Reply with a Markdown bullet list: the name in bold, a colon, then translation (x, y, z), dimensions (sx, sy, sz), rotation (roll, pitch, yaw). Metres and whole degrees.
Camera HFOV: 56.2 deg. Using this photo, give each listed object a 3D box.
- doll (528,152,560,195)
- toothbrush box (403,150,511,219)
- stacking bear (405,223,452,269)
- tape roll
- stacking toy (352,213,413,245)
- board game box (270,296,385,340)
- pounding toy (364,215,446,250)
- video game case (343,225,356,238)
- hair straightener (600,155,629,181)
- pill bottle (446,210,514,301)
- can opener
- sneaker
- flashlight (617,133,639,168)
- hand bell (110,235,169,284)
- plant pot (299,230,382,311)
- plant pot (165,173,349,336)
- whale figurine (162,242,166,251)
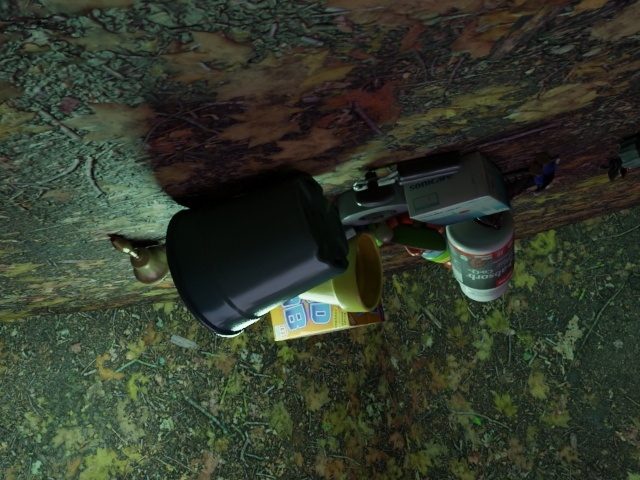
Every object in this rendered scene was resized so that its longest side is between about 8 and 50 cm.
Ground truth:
- **doll**: translation (0.648, -0.191, 1.726), dimensions (0.046, 0.129, 0.189), rotation (34, -178, 29)
- **toothbrush box**: translation (0.382, -0.133, 1.659), dimensions (0.216, 0.126, 0.296), rotation (-16, 168, 26)
- **stacking bear**: translation (0.442, 0.016, 2.182), dimensions (0.289, 0.164, 0.175), rotation (33, 104, -38)
- **tape roll**: translation (0.158, -0.105, 1.726), dimensions (0.219, 0.072, 0.219), rotation (-11, 170, -2)
- **stacking toy**: translation (0.191, -0.038, 2.042), dimensions (0.331, 0.141, 0.141), rotation (-21, 168, 14)
- **board game box**: translation (0.017, 0.212, 2.561), dimensions (0.357, 0.356, 0.356), rotation (-16, 169, 28)
- **pounding toy**: translation (0.269, -0.044, 1.789), dimensions (0.237, 0.110, 0.183), rotation (8, -172, -11)
- **video game case**: translation (0.000, 0.000, 1.874), dimensions (0.206, 0.026, 0.227), rotation (-30, -166, 0)
- **hair straightener**: translation (0.965, -0.235, 1.955), dimensions (0.089, 0.047, 0.230), rotation (-14, 170, 14)
- **pill bottle**: translation (0.542, 0.044, 2.010), dimensions (0.210, 0.210, 0.363), rotation (-13, 143, 10)
- **can opener**: translation (0.216, -0.152, 1.491), dimensions (0.281, 0.093, 0.074), rotation (-16, 170, 1)
- **sneaker**: translation (0.563, -0.117, 1.837), dimensions (0.282, 0.162, 0.106), rotation (-11, 171, 1)
- **flashlight**: translation (0.938, -0.268, 1.566), dimensions (0.103, 0.103, 0.304), rotation (-5, 168, -36)
- **hand bell**: translation (-0.545, 0.038, 1.747), dimensions (0.126, 0.126, 0.242), rotation (-12, 159, 8)
- **plant pot**: translation (0.048, 0.104, 1.925), dimensions (0.239, 0.253, 0.254), rotation (-5, 174, 26)
- **plant pot**: translation (-0.130, 0.019, 1.447), dimensions (0.334, 0.341, 0.341), rotation (-22, 167, 19)
- **whale figurine**: translation (-0.338, 0.020, 1.821), dimensions (0.272, 0.141, 0.216), rotation (12, 179, 21)
